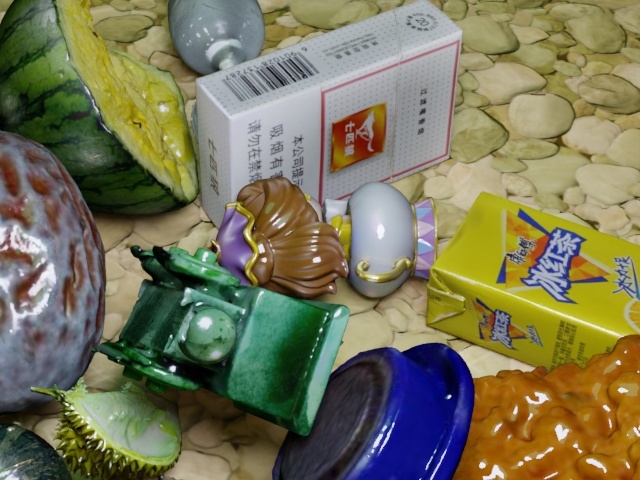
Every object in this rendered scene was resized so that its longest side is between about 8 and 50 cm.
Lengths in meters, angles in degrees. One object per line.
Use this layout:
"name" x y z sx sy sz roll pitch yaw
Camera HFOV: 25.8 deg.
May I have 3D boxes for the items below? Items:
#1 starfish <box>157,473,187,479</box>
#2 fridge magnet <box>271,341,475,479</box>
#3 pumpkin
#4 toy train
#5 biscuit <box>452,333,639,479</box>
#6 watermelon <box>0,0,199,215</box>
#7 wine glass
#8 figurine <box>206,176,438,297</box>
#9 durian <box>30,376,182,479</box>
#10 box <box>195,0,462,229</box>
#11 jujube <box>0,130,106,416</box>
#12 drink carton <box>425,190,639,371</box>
"starfish" -0.146 0.290 1.375 0.190 0.074 0.146 5 50 6
"fridge magnet" 0.045 0.207 1.347 0.113 0.265 0.265 36 41 -20
"pumpkin" -0.322 0.267 1.334 0.190 0.146 0.190 3 45 -3
"toy train" -0.108 0.093 1.410 0.202 0.266 0.145 22 84 -18
"biscuit" 0.236 0.233 1.373 0.312 0.110 0.318 -11 42 12
"watermelon" -0.290 -0.150 1.690 0.189 0.331 0.330 -27 41 18
"wine glass" -0.130 -0.252 1.881 0.143 0.143 0.321 -9 44 -11
"figurine" 0.000 0.000 1.619 0.264 0.142 0.189 0 21 -7
"durian" -0.212 0.193 1.416 0.086 0.215 0.100 -15 72 29
"box" 0.013 -0.148 1.725 0.330 0.210 0.095 -24 50 -24
"jujube" -0.351 0.043 1.480 0.246 0.215 0.308 -29 64 8
"drink carton" 0.307 0.077 1.576 0.351 0.111 0.154 21 48 18
